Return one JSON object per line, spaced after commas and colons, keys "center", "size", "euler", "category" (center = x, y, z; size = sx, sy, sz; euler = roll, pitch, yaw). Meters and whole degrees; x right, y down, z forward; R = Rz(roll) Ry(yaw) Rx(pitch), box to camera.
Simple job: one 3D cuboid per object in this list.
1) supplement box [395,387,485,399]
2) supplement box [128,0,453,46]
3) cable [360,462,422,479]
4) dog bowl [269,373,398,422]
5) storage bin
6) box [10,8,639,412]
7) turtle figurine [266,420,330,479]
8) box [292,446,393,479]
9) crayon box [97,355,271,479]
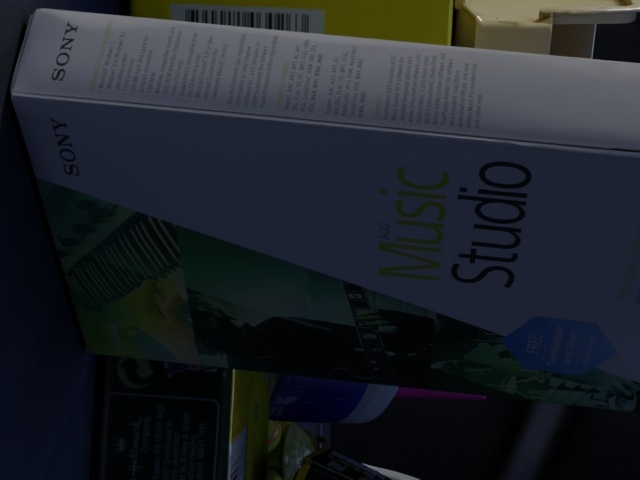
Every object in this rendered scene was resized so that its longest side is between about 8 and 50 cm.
{"center": [0.069, 0.060, 1.373], "size": [0.220, 0.111, 0.114], "euler": [-145, -120, -70], "category": "supplement box"}
{"center": [-0.010, -0.250, 0.918], "size": [0.194, 0.195, 0.356], "euler": [-81, 173, -66], "category": "supplement box"}
{"center": [0.042, 0.351, 1.848], "size": [0.257, 0.257, 0.089], "euler": [-73, 171, -79], "category": "cable"}
{"center": [-0.008, 0.021, 1.265], "size": [0.265, 0.104, 0.265], "euler": [-177, -90, -72], "category": "dog bowl"}
{"center": [0.145, -0.072, 1.075], "size": [0.260, 0.123, 0.262], "euler": [-82, 176, -66], "category": "storage bin"}
{"center": [0.028, -0.004, 0.731], "size": [0.232, 0.322, 0.058], "euler": [87, 11, -57], "category": "box"}
{"center": [-0.028, 0.219, 1.498], "size": [0.217, 0.087, 0.269], "euler": [59, 24, -47], "category": "turtle figurine"}
{"center": [-0.038, 0.318, 1.121], "size": [0.257, 0.079, 0.322], "euler": [72, 42, -85], "category": "box"}
{"center": [-0.082, 0.130, 1.013], "size": [0.318, 0.081, 0.202], "euler": [33, 60, -86], "category": "crayon box"}
